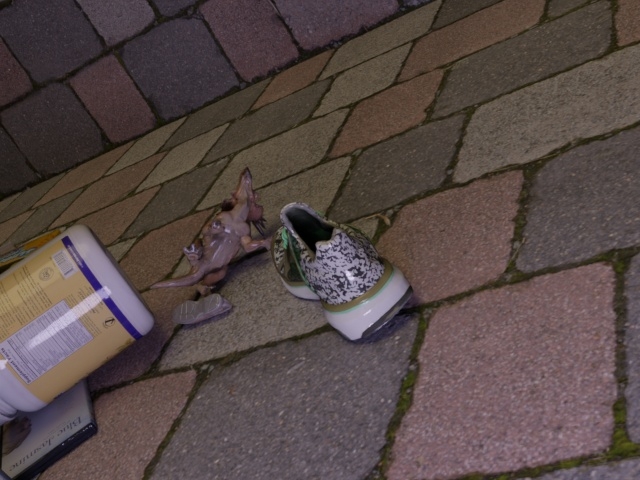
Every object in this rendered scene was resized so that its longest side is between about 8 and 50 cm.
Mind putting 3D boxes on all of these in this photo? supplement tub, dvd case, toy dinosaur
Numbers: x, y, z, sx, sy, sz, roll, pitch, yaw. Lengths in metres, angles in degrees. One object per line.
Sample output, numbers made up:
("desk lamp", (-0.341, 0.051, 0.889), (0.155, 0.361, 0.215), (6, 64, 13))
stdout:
("supplement tub", (-0.493, 0.152, 1.481), (0.331, 0.241, 0.241), (-36, 23, -9))
("dvd case", (-0.482, 0.326, 1.455), (0.180, 0.022, 0.253), (-35, 23, -9))
("toy dinosaur", (-0.198, 0.008, 1.631), (0.296, 0.127, 0.200), (-45, 16, -1))

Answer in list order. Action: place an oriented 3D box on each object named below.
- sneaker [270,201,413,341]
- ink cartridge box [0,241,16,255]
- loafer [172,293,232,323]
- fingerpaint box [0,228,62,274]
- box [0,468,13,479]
("sneaker", (0.000, 0.000, 1.303), (0.158, 0.182, 0.410), (-36, 23, -11))
("ink cartridge box", (-0.777, 0.087, 2.105), (0.145, 0.179, 0.045), (-25, 30, 14))
("loafer", (-0.215, 0.130, 1.510), (0.125, 0.039, 0.045), (-19, 59, 34))
("fingerpaint box", (-0.804, 0.191, 1.919), (0.445, 0.163, 0.371), (-22, 23, 14))
("box", (-0.555, 0.360, 1.221), (0.175, 0.220, 0.051), (-22, 30, 24))
